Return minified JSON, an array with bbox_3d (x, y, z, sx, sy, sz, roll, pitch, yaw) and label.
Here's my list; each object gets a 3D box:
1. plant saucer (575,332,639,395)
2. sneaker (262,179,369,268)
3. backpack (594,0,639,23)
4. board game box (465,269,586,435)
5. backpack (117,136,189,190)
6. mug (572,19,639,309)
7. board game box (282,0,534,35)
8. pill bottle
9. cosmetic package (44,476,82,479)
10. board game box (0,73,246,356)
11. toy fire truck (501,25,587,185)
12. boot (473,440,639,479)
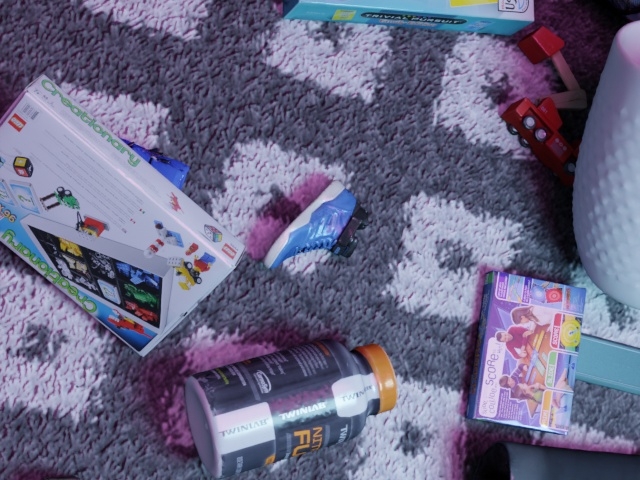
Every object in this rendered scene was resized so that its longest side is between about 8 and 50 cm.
[{"bbox_3d":[0.419,0.176,1.708,0.192,0.018,0.067,15,79,-17],"label":"plant saucer"},{"bbox_3d":[0.000,0.000,1.568,0.084,0.058,0.152,44,66,0],"label":"sneaker"},{"bbox_3d":[0.504,-0.408,1.702,0.263,0.213,0.276,40,74,-36],"label":"backpack"},{"bbox_3d":[0.277,0.151,1.645,0.136,0.035,0.201,12,80,-9],"label":"board game box"},{"bbox_3d":[-0.228,-0.075,1.480,0.120,0.101,0.098,23,70,-11],"label":"backpack"},{"bbox_3d":[0.515,-0.074,1.590,0.374,0.276,0.328,8,122,-5],"label":"mug"},{"bbox_3d":[0.117,-0.418,1.646,0.336,0.079,0.253,1,83,-19],"label":"board game box"},{"bbox_3d":[-0.031,0.196,1.496,0.246,0.130,0.130,-14,88,-19],"label":"pill bottle"},{"bbox_3d":[-0.301,0.335,1.428,0.041,0.060,0.115,2,82,-17],"label":"cosmetic package"},{"bbox_3d":[-0.263,-0.023,1.423,0.305,0.193,0.053,41,31,-10],"label":"board game box"},{"bbox_3d":[0.326,-0.186,1.704,0.192,0.047,0.135,46,71,-9],"label":"toy fire truck"},{"bbox_3d":[0.417,0.293,1.611,0.445,0.146,0.367,5,93,-15],"label":"boot"}]
